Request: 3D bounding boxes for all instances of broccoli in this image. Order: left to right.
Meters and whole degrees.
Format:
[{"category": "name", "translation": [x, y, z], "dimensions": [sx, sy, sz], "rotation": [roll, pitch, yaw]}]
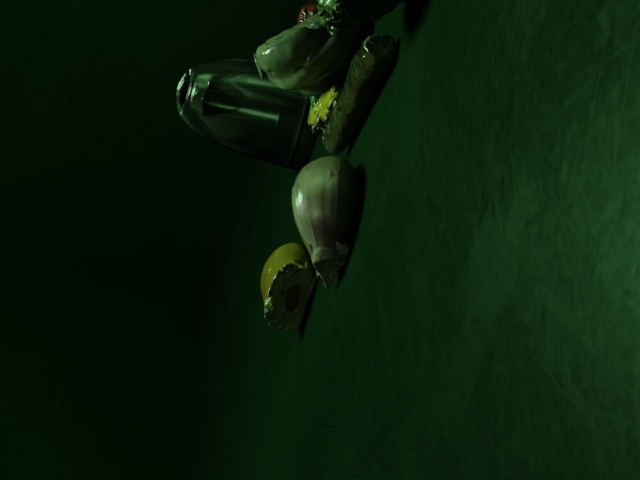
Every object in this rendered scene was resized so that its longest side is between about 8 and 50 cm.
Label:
[{"category": "broccoli", "translation": [0.076, -0.432, 1.409], "dimensions": [0.198, 0.176, 0.226], "rotation": [-109, 19, -64]}]

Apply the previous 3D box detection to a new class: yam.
[{"category": "yam", "translation": [0.060, -0.239, 1.574], "dimensions": [0.274, 0.061, 0.061], "rotation": [117, 163, -57]}]

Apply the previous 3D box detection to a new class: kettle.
[{"category": "kettle", "translation": [-0.175, -0.319, 2.209], "dimensions": [0.321, 0.324, 0.228], "rotation": [-111, 36, -73]}]

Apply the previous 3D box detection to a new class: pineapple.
[{"category": "pineapple", "translation": [0.032, -0.247, 1.747], "dimensions": [0.137, 0.069, 0.116], "rotation": [-10, 61, 70]}]

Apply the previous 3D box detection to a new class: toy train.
[{"category": "toy train", "translation": [-0.001, -0.267, 1.973], "dimensions": [0.122, 0.050, 0.081], "rotation": [-103, 23, -68]}]

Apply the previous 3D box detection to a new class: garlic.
[{"category": "garlic", "translation": [0.015, -0.074, 1.542], "dimensions": [0.148, 0.128, 0.266], "rotation": [-54, 11, 36]}]

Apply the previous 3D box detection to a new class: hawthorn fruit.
[{"category": "hawthorn fruit", "translation": [-0.014, -0.561, 2.395], "dimensions": [0.093, 0.081, 0.081], "rotation": [-23, -48, -65]}]

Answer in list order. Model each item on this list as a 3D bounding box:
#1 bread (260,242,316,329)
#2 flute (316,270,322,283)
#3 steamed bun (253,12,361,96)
[{"category": "bread", "translation": [-0.065, 0.079, 1.743], "dimensions": [0.173, 0.085, 0.134], "rotation": [-113, 38, -73]}, {"category": "flute", "translation": [0.000, 0.000, 1.663], "dimensions": [0.233, 0.027, 0.027], "rotation": [-92, 18, -58]}, {"category": "steamed bun", "translation": [-0.014, -0.347, 1.801], "dimensions": [0.144, 0.211, 0.218], "rotation": [63, 178, -14]}]
